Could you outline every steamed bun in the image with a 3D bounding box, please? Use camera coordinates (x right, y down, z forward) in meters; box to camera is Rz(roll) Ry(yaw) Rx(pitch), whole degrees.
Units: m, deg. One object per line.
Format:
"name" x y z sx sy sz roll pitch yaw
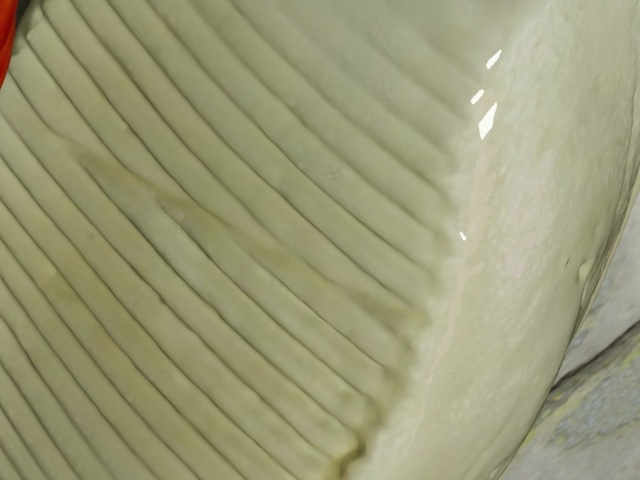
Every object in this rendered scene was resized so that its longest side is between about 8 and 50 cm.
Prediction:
"steamed bun" 0.001 0.002 0.820 0.236 0.247 0.383 -15 133 -52

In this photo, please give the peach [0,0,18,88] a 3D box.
"peach" -0.193 -0.075 0.579 0.192 0.190 0.190 -42 152 -37
